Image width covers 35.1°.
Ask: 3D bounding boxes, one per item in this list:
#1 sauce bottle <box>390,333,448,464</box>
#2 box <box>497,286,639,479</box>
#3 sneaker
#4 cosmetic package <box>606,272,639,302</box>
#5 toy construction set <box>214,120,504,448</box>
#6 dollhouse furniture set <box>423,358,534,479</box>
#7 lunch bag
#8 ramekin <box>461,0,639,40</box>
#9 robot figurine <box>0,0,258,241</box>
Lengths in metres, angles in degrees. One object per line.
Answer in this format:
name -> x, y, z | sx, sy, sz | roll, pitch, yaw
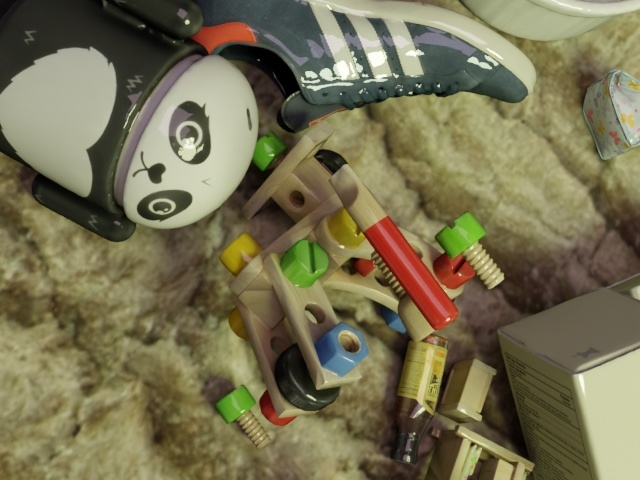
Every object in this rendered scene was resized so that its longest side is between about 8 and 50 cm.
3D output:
sauce bottle -> 0.095, 0.155, 0.999 | 0.042, 0.042, 0.128 | 15, 81, -10
box -> 0.274, 0.182, 0.944 | 0.127, 0.148, 0.232 | -20, 106, -13
sneaker -> 0.035, -0.164, 1.001 | 0.350, 0.131, 0.148 | 16, 85, -4
cosmetic package -> 0.401, 0.163, 1.019 | 0.153, 0.129, 0.296 | -20, 86, -13
toy construction set -> 0.000, 0.000, 0.883 | 0.257, 0.309, 0.237 | -34, 85, -23
dollhouse furniture set -> 0.176, 0.209, 0.938 | 0.101, 0.161, 0.182 | 29, 68, -16
lunch bag -> 0.319, -0.136, 1.077 | 0.053, 0.071, 0.083 | -22, 86, -13
ramekin -> 0.249, -0.346, 1.063 | 0.277, 0.135, 0.277 | 2, 81, -13
robot figurine -> -0.191, -0.122, 0.896 | 0.278, 0.209, 0.173 | 28, 70, 8
